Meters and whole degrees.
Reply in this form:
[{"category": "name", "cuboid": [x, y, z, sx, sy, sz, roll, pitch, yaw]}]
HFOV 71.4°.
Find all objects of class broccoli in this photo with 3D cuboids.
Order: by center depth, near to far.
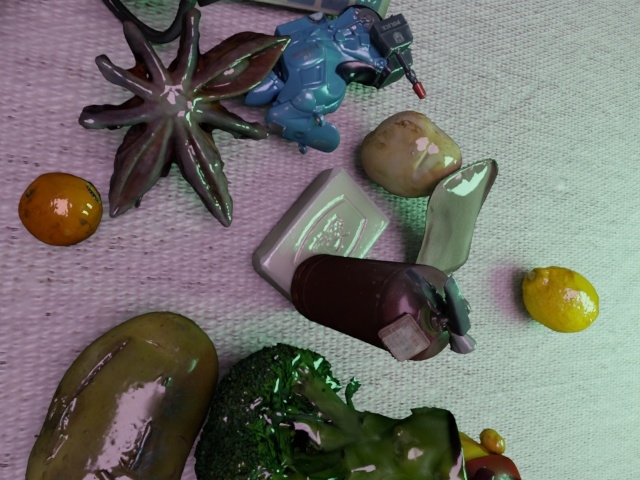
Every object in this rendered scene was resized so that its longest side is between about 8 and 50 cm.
[{"category": "broccoli", "cuboid": [0.007, 0.251, 0.511, 0.297, 0.297, 0.297, -8, 93, 10]}]

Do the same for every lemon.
[{"category": "lemon", "cuboid": [0.432, 0.104, 0.809, 0.155, 0.114, 0.114, 37, 74, -19]}]

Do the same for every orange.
[{"category": "orange", "cuboid": [-0.282, -0.034, 0.486, 0.083, 0.083, 0.083, 1, 89, -26]}]

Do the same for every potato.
[{"category": "potato", "cuboid": [-0.207, 0.196, 0.484, 0.169, 0.143, 0.248, 43, 66, -43]}]

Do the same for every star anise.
[{"category": "star anise", "cuboid": [-0.159, -0.136, 0.508, 0.198, 0.110, 0.257, 10, 108, -28]}]

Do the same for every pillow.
[{"category": "pillow", "cuboid": [0.198, -0.016, 0.681, 0.131, 0.038, 0.232, -20, 136, -21]}]

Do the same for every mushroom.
[{"category": "mushroom", "cuboid": [0.130, -0.123, 0.652, 0.148, 0.148, 0.112, 30, 58, -22]}]

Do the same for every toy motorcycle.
[{"category": "toy motorcycle", "cuboid": [0.016, -0.224, 0.612, 0.272, 0.123, 0.182, -29, 88, -19]}]

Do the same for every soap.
[{"category": "soap", "cuboid": [0.000, 0.000, 0.632, 0.121, 0.064, 0.183, 44, 72, -21]}]

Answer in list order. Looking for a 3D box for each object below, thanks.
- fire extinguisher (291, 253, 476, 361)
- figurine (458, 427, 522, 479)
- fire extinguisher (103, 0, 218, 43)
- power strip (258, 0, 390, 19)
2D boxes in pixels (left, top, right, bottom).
[{"category": "fire extinguisher", "cuboid": [0.060, 0.063, 0.477, 0.105, 0.269, 0.104, -1, 92, -27]}, {"category": "figurine", "cuboid": [0.190, 0.417, 0.641, 0.320, 0.196, 0.323, -13, 105, -19]}, {"category": "fire extinguisher", "cuboid": [-0.228, -0.365, 0.459, 0.376, 0.200, 0.113, 45, 73, -12]}, {"category": "power strip", "cuboid": [-0.052, -0.374, 0.595, 0.367, 0.106, 0.043, -4, 46, -25]}]
